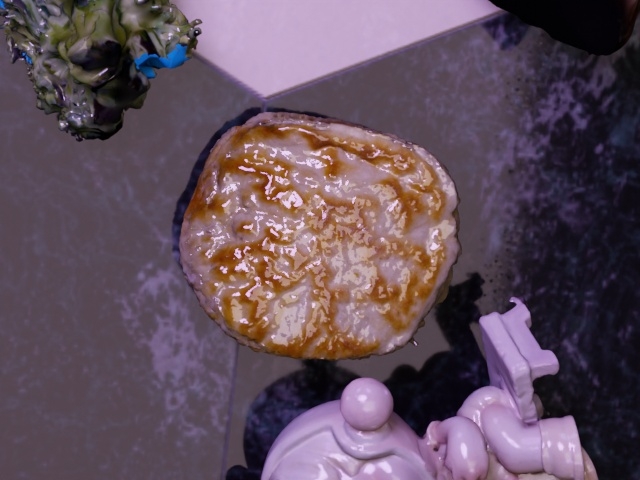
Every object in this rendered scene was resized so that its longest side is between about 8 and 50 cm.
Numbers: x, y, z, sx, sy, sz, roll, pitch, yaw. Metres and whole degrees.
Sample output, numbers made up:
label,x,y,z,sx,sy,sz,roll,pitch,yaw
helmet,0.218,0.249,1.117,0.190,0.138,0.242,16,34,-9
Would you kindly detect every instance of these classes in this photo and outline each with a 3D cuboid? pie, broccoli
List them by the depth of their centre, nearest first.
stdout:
label,x,y,z,sx,sy,sz,roll,pitch,yaw
broccoli,-0.155,-0.150,1.292,0.167,0.160,0.154,-42,119,16
pie,0.000,0.000,1.367,0.205,0.084,0.178,10,92,-7

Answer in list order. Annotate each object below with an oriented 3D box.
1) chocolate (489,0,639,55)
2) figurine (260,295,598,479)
label,x,y,z,sx,sy,sz,roll,pitch,yaw
chocolate,0.169,-0.322,1.296,0.210,0.225,0.340,-38,101,-16
figurine,0.059,0.158,1.364,0.257,0.182,0.144,-19,65,-3
